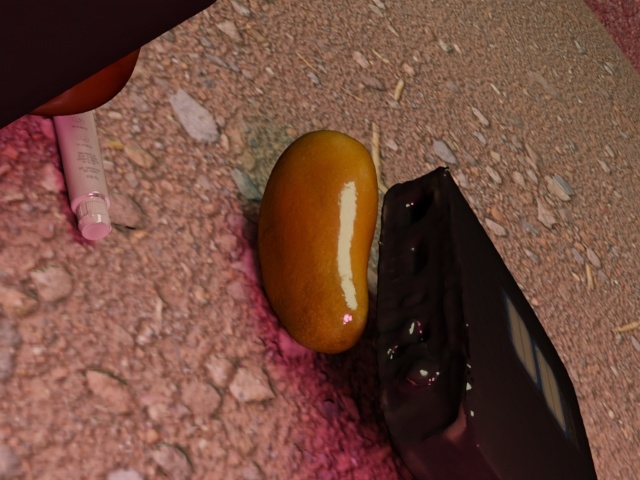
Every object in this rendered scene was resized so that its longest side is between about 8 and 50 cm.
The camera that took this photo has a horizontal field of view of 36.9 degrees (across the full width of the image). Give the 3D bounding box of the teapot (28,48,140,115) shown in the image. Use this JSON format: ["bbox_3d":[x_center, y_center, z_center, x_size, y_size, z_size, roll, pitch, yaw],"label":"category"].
[{"bbox_3d":[-0.242,-0.186,0.738,0.252,0.178,0.135,11,57,5],"label":"teapot"}]

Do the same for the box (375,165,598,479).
[{"bbox_3d":[0.162,0.144,0.849,0.350,0.091,0.359,54,24,-30],"label":"box"}]

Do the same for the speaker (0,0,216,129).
[{"bbox_3d":[-0.254,-0.150,0.531,0.180,0.388,0.184,53,-13,11],"label":"speaker"}]

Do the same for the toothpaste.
[{"bbox_3d":[-0.201,-0.077,0.797,0.048,0.031,0.190,14,40,-37],"label":"toothpaste"}]

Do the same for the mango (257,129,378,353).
[{"bbox_3d":[0.000,0.000,0.845,0.099,0.136,0.228,18,49,-26],"label":"mango"}]
